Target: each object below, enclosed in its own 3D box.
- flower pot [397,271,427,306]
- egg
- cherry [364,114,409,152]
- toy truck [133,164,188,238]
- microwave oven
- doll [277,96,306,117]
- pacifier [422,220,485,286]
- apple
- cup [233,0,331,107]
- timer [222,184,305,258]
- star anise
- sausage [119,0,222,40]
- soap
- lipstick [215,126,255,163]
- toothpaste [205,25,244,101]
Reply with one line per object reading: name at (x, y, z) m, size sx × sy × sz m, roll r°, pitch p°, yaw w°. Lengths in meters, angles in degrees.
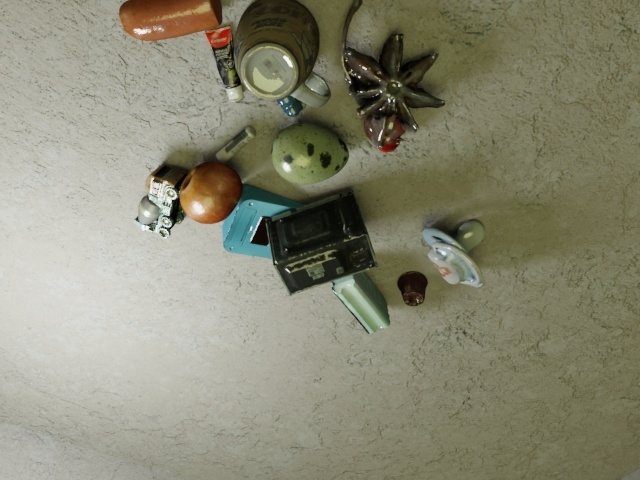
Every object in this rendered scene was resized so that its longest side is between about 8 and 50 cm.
flower pot at (0.328, 0.178, 1.937) m, size 0.111 × 0.089 × 0.111 m, roll 1°, pitch 126°, yaw 2°
egg at (-0.029, -0.248, 1.582) m, size 0.228 × 0.177 × 0.177 m, roll 2°, pitch 127°, yaw -12°
cherry at (0.190, -0.316, 1.578) m, size 0.106 × 0.087 × 0.126 m, roll -36°, pitch 99°, yaw 27°
toy truck at (-0.509, -0.120, 1.743) m, size 0.140 × 0.108 × 0.256 m, roll 24°, pitch 128°, yaw 2°
microwave oven at (0.000, 0.000, 1.702) m, size 0.295 × 0.237 × 0.181 m, roll -18°, pitch 135°, yaw 4°
doll at (-0.084, -0.392, 1.556) m, size 0.076 × 0.050 × 0.083 m, roll -27°, pitch 119°, yaw 16°
pacifier at (0.468, 0.029, 1.792) m, size 0.207 × 0.227 × 0.279 m, roll -48°, pitch 120°, yaw -14°
apple at (-0.332, -0.149, 1.644) m, size 0.201 × 0.201 × 0.162 m, roll -34°, pitch 131°, yaw 24°
cup at (-0.091, -0.438, 1.395) m, size 0.227 × 0.257 × 0.301 m, roll -36°, pitch 119°, yaw 28°
timer at (-0.181, -0.052, 1.814) m, size 0.250 × 0.091 × 0.232 m, roll 13°, pitch 126°, yaw -23°
star anise at (0.184, -0.429, 1.474) m, size 0.316 × 0.139 × 0.359 m, roll 10°, pitch 101°, yaw -18°
sausage at (-0.383, -0.573, 1.396) m, size 0.259 × 0.113 × 0.113 m, roll -9°, pitch 126°, yaw 8°
soap at (0.146, 0.193, 1.918) m, size 0.094 × 0.150 × 0.261 m, roll -25°, pitch 122°, yaw 24°
lipstick at (-0.253, -0.286, 1.645) m, size 0.141 × 0.040 × 0.040 m, roll -35°, pitch 118°, yaw 25°
toothpaste at (-0.257, -0.481, 1.502) m, size 0.071 × 0.045 × 0.193 m, roll -7°, pitch 120°, yaw 7°
